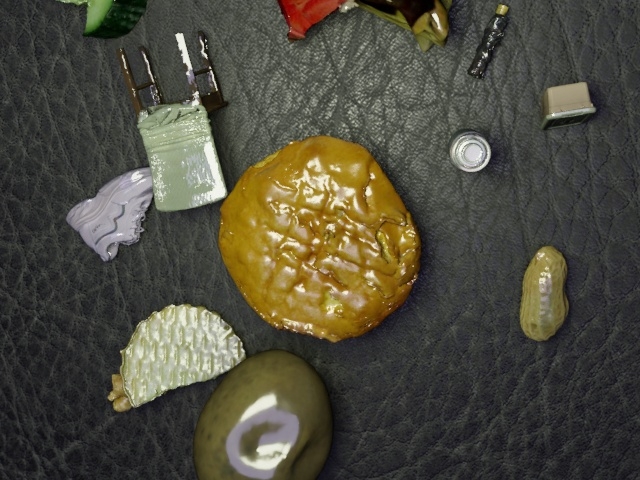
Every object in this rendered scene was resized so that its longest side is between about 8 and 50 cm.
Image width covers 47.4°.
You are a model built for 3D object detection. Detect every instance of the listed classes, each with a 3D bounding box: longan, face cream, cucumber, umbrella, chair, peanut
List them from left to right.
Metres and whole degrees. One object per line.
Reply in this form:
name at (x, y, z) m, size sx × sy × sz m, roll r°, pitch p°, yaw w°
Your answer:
cucumber at (-0.444, -0.510, 1.443) m, size 0.191 × 0.130 × 0.191 m, roll 2°, pitch 98°, yaw 12°
chair at (-0.271, -0.236, 1.435) m, size 0.160 × 0.186 × 0.318 m, roll -12°, pitch 106°, yaw 9°
longan at (-0.115, 0.394, 1.491) m, size 0.289 × 0.288 × 0.350 m, roll 25°, pitch 92°, yaw 3°
face cream at (0.274, -0.167, 1.345) m, size 0.075 × 0.229 × 0.075 m, roll 1°, pitch 100°, yaw 8°
umbrella at (0.325, -0.380, 1.398) m, size 0.040 × 0.037 × 0.143 m, roll 22°, pitch 104°, yaw 3°
peanut at (0.447, 0.107, 1.444) m, size 0.094 × 0.083 × 0.194 m, roll 8°, pitch 101°, yaw 6°

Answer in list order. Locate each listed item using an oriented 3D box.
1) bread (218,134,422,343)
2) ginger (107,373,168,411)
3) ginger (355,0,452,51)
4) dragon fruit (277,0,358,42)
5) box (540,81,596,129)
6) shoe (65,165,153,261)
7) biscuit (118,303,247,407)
bread at (0.000, 0.000, 1.425) m, size 0.399 × 0.215 × 0.397 m, roll 1°, pitch 101°, yaw 7°
ginger at (-0.374, 0.303, 1.614) m, size 0.177 × 0.052 × 0.193 m, roll 11°, pitch 100°, yaw 6°
ginger at (0.140, -0.554, 1.328) m, size 0.359 × 0.211 × 0.413 m, roll 7°, pitch 104°, yaw 49°
dragon fruit at (-0.039, -0.549, 1.265) m, size 0.282 × 0.100 × 0.343 m, roll -20°, pitch 95°, yaw 36°
box at (0.458, -0.251, 1.363) m, size 0.089 × 0.122 × 0.062 m, roll -9°, pitch 88°, yaw 10°
shoe at (-0.411, -0.059, 1.538) m, size 0.245 × 0.095 × 0.137 m, roll -31°, pitch 98°, yaw 16°
biscuit at (-0.306, 0.231, 1.573) m, size 0.274 × 0.036 × 0.187 m, roll -18°, pitch 86°, yaw -4°
